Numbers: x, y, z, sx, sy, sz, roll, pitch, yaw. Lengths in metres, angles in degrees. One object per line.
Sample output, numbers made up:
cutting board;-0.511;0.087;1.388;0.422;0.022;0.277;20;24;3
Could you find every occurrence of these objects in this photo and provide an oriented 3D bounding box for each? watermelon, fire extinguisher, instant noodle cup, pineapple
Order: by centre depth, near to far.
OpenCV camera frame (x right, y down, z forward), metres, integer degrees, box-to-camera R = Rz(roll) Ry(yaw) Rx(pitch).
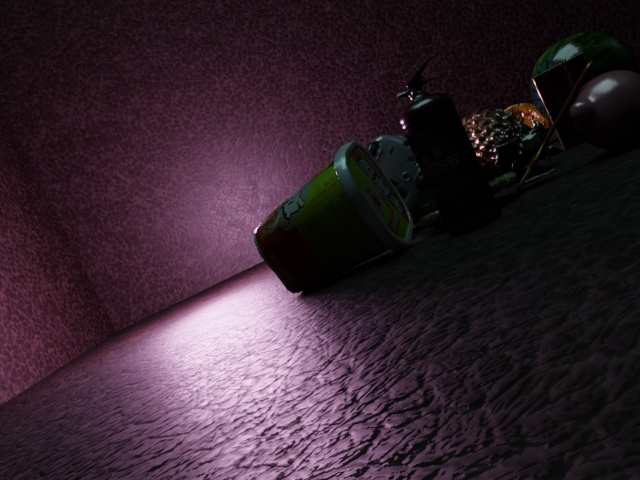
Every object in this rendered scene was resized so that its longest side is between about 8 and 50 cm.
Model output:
fire extinguisher;0.251;-0.187;1.112;0.135;0.338;0.114;-23;5;38
instant noodle cup;0.023;-0.039;1.340;0.307;0.294;0.294;-33;0;24
pineapple;0.519;-0.258;1.553;0.222;0.223;0.357;-26;17;-5
watermelon;0.920;-0.561;1.949;0.362;0.364;0.363;-26;4;2

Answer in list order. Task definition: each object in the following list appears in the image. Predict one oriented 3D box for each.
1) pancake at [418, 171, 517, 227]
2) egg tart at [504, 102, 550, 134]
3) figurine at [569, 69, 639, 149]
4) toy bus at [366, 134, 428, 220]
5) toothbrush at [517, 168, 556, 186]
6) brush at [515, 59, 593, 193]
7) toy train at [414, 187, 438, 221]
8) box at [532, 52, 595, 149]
pancake;0.346;-0.092;1.296;0.253;0.037;0.253;-27;-5;-3
egg tart;0.794;-0.425;2.170;0.202;0.203;0.147;-24;-10;23
figurine;0.623;-0.276;1.183;0.173;0.173;0.173;-26;4;2
toy bus;0.185;-0.137;1.542;0.232;0.194;0.288;24;-91;-85
toothbrush;0.527;-0.153;1.351;0.096;0.006;0.008;-25;7;18
brush;0.515;-0.248;1.231;0.315;0.017;0.090;-66;-12;21
toy train;0.265;-0.128;1.755;0.265;0.145;0.202;-24;7;29
box;0.750;-0.409;1.642;0.159;0.240;0.071;-23;2;27
